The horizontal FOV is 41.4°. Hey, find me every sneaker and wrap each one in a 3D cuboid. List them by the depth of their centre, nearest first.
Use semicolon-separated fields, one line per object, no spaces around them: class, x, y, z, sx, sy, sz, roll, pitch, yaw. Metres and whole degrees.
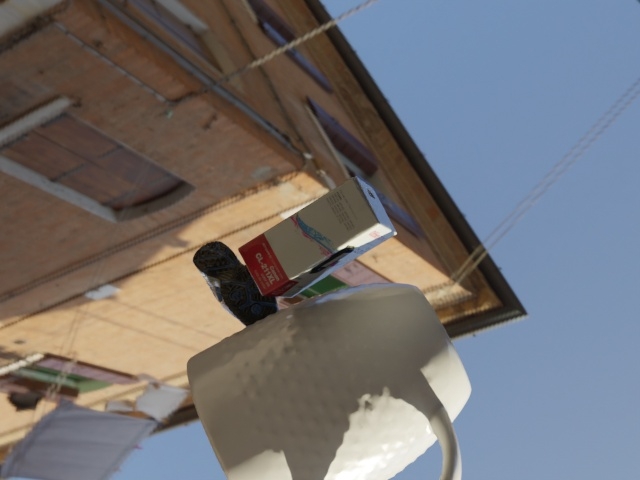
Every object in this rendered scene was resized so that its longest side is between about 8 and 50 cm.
sneaker;-0.122;0.081;1.333;0.080;0.081;0.211;-33;-135;-11

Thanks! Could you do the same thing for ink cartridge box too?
ink cartridge box;0.000;0.000;1.094;0.175;0.127;0.072;-31;-102;11

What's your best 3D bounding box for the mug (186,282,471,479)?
mug;0.041;0.239;1.134;0.328;0.276;0.374;-28;-135;-1
